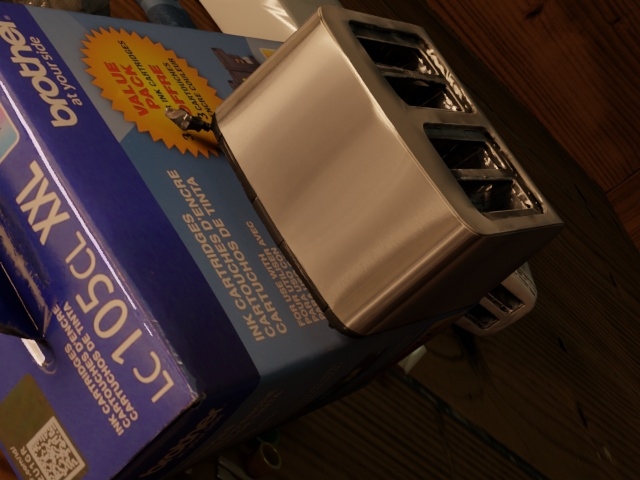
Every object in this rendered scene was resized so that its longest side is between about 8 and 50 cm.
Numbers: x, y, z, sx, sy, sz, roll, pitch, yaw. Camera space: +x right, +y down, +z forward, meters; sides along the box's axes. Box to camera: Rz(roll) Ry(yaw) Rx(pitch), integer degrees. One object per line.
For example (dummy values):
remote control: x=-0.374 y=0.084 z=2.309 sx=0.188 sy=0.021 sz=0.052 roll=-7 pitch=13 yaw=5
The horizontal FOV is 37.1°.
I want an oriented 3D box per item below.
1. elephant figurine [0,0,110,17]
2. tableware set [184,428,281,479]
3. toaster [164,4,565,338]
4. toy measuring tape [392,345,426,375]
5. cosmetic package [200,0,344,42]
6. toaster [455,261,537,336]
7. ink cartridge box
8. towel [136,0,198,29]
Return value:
elephant figurine: x=-0.221 y=-0.196 z=0.751 sx=0.186 sy=0.169 sz=0.239 roll=-9 pitch=76 yaw=-34
tableware set: x=-0.083 y=0.119 z=0.669 sx=0.154 sy=0.024 sz=0.104 roll=41 pitch=23 yaw=-24
toaster: x=0.037 y=-0.041 z=0.571 sx=0.186 sy=0.110 sz=0.168 roll=-6 pitch=59 yaw=-55
toy measuring tape: x=0.000 y=0.000 z=0.895 sx=0.330 sy=0.121 sz=0.121 roll=47 pitch=21 yaw=-9
cosmetic package: x=-0.034 y=-0.295 z=1.343 sx=0.377 sy=0.097 sz=0.284 roll=54 pitch=20 yaw=9
toaster: x=0.191 y=0.025 z=1.242 sx=0.227 sy=0.129 sz=0.146 roll=38 pitch=29 yaw=-36
ink cartridge box: x=-0.099 y=0.000 z=0.610 sx=0.270 sy=0.151 sz=0.395 roll=55 pitch=31 yaw=15
towel: x=-0.175 y=-0.259 z=1.091 sx=0.119 sy=0.029 sz=0.067 roll=57 pitch=23 yaw=14
